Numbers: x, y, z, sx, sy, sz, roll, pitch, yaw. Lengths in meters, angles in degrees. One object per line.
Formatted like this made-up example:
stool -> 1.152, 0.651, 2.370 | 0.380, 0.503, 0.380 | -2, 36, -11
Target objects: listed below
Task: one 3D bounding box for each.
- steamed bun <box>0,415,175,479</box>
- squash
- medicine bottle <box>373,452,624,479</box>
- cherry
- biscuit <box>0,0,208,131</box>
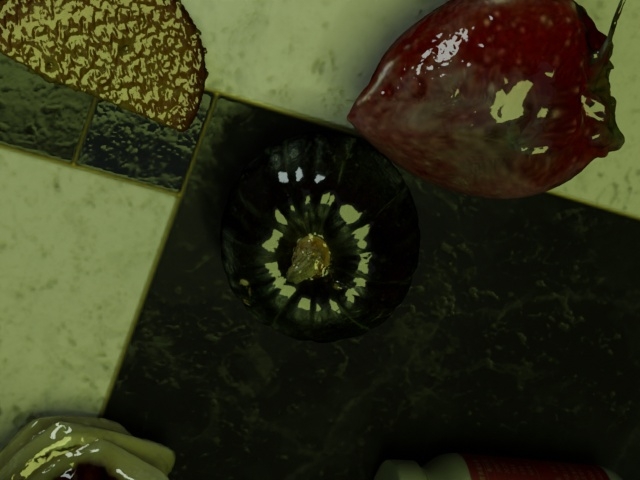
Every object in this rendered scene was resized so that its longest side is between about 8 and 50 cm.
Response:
steamed bun -> -0.312, 0.338, 1.591 | 0.247, 0.189, 0.428 | 36, 85, -19
squash -> 0.001, -0.002, 1.590 | 0.193, 0.156, 0.193 | 0, 88, -6
medicine bottle -> 0.182, 0.283, 1.758 | 0.250, 0.131, 0.131 | 6, 110, -16
cherry -> 0.145, -0.131, 1.554 | 0.250, 0.175, 0.192 | -13, 130, -5
biscuit -> -0.184, -0.181, 1.540 | 0.206, 0.025, 0.126 | 23, 105, -22
